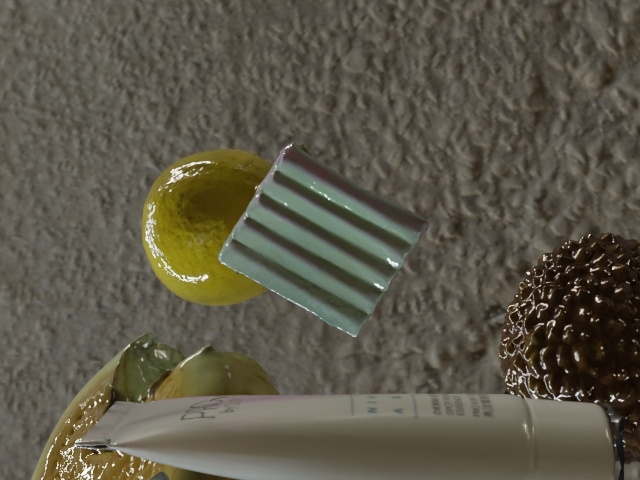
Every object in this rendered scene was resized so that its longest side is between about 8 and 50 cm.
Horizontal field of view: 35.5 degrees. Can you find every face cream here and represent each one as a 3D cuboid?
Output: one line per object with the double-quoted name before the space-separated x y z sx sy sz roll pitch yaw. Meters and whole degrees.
"face cream" 0.016 0.096 0.473 0.243 0.092 0.058 4 90 0

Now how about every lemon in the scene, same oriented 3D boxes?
"lemon" -0.199 -0.028 2.057 0.347 0.348 0.348 -6 78 29

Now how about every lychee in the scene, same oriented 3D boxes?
"lychee" 0.343 0.123 1.194 0.267 0.267 0.268 -6 78 29

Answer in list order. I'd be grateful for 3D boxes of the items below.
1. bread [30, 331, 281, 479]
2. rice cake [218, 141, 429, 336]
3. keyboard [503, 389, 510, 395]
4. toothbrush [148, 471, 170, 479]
"bread" -0.160 0.250 0.982 0.333 0.160 0.333 -34 39 32
"rice cake" 0.000 0.000 1.165 0.198 0.037 0.189 36 111 10
"keyboard" 0.276 0.362 1.785 0.041 0.381 0.104 29 125 23
"toothbrush" -0.156 0.176 0.497 0.194 0.017 0.014 -35 61 -2
